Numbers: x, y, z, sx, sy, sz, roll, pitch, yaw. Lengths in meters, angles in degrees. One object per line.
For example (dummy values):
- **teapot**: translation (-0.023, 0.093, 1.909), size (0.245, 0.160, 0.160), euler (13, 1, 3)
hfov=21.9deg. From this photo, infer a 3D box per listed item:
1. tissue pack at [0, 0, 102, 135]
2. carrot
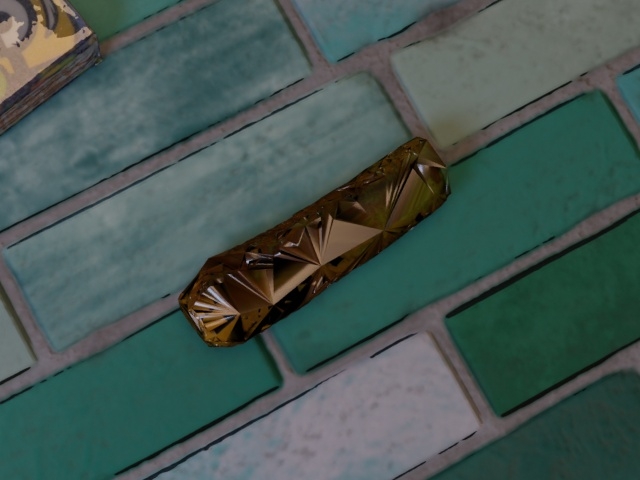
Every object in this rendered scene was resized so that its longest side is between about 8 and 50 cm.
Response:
- **tissue pack**: translation (-0.253, -0.138, 1.234), size (0.148, 0.060, 0.109), euler (-40, 84, -10)
- **carrot**: translation (0.001, 0.001, 1.228), size (0.228, 0.069, 0.069), euler (-33, 83, -12)
